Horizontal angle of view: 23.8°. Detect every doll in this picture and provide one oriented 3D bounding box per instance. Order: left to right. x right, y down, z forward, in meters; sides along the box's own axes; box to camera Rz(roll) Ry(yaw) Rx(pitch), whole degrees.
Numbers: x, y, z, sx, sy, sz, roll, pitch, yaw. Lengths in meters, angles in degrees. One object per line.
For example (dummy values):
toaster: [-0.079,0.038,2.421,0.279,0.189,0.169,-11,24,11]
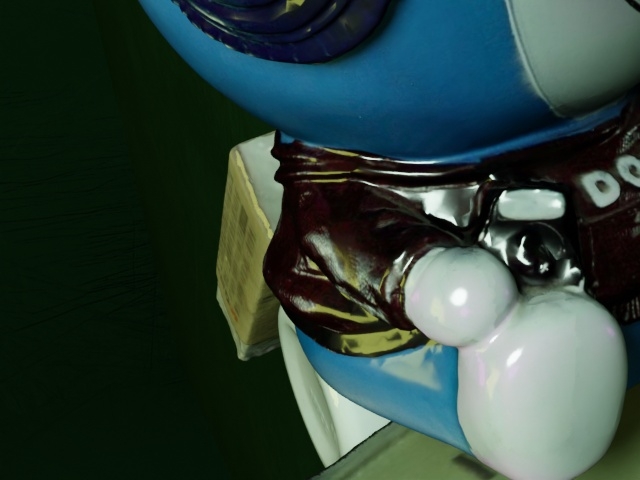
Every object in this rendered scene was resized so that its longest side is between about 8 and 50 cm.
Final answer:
doll: [0.048,-0.100,0.546,0.240,0.284,0.310,5,115,30]

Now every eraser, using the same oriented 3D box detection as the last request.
eraser: [0.000,0.000,1.133,0.343,0.144,0.078,106,142,-71]

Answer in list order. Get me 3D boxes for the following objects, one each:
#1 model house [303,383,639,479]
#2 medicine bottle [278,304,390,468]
model house: [0.145,0.194,0.619,0.205,0.218,0.279,29,145,56]
medicine bottle: [0.082,0.045,0.720,0.103,0.186,0.103,161,90,-78]
